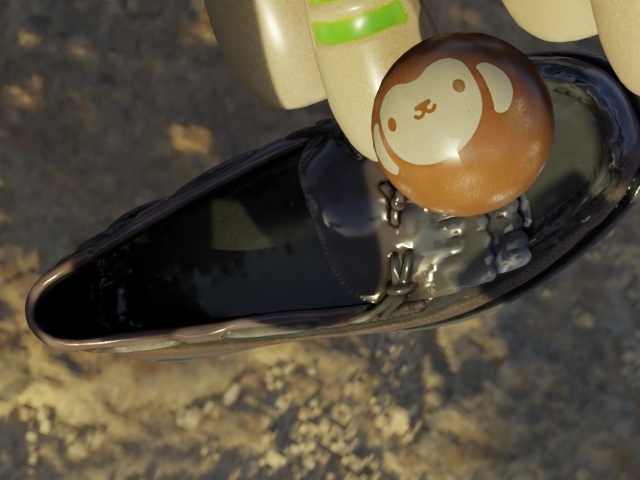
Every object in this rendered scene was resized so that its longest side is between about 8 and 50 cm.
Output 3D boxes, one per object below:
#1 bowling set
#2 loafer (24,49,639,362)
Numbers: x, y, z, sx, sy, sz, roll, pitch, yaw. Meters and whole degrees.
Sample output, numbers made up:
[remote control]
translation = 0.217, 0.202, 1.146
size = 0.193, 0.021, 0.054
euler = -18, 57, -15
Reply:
[bowling set]
translation = 0.058, -0.115, 0.551
size = 0.287, 0.154, 0.200
euler = -15, 22, 16
[loafer]
translation = 0.000, 0.000, 0.776
size = 0.095, 0.302, 0.109
euler = -17, 88, -58
